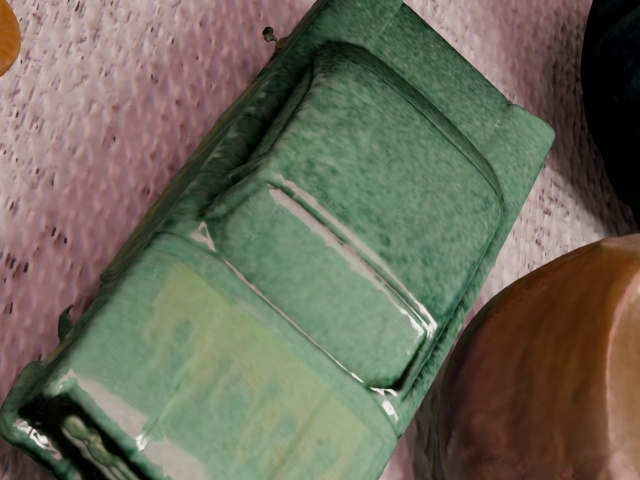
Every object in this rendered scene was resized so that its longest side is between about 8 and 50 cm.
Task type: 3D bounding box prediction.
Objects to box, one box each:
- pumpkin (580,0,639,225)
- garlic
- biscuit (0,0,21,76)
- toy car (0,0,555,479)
[{"bbox_3d":[0.273,-0.094,0.848,0.248,0.248,0.248,22,50,-29],"label":"pumpkin"},{"bbox_3d":[0.117,0.098,0.669,0.090,0.128,0.198,35,40,-40],"label":"garlic"},{"bbox_3d":[-0.194,-0.108,0.613,0.165,0.036,0.250,42,47,-11],"label":"biscuit"},{"bbox_3d":[0.000,0.000,0.659,0.141,0.097,0.321,42,43,-9],"label":"toy car"}]
